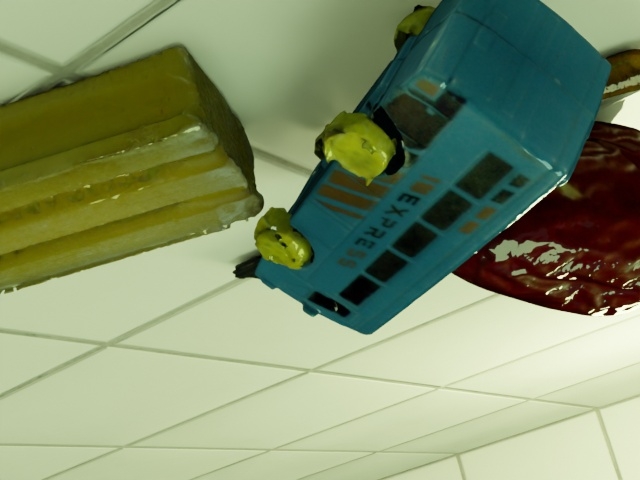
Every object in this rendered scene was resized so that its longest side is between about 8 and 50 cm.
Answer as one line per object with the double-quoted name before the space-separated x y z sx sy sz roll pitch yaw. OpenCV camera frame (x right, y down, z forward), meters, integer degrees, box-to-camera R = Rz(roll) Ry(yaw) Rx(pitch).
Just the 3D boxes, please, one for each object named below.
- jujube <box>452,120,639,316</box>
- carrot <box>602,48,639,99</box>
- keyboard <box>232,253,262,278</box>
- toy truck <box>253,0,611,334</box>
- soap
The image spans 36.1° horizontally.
"jujube" 0.261 -0.024 1.048 0.318 0.223 0.223 4 153 -31
"carrot" 0.241 -0.146 0.954 0.170 0.042 0.042 -17 159 16
"keyboard" 0.000 -0.001 1.194 0.231 0.023 0.072 -24 163 27
"toy truck" 0.069 -0.052 0.840 0.162 0.161 0.385 34 147 -5
"soap" -0.222 -0.047 0.853 0.314 0.091 0.199 -18 159 9
